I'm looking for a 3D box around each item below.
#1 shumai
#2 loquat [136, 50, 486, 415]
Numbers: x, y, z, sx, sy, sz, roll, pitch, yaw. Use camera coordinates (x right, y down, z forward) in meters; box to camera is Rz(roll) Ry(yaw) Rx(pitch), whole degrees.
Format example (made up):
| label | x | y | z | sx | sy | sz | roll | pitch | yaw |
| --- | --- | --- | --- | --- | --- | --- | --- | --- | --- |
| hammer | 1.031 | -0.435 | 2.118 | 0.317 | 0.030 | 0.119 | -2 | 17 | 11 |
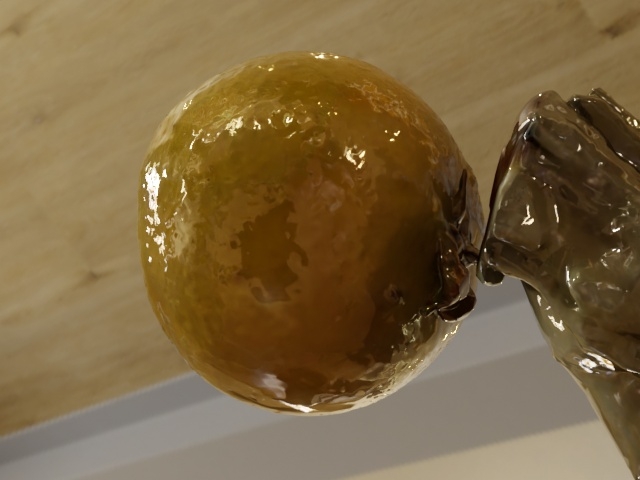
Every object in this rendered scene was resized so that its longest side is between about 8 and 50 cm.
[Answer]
| label | x | y | z | sx | sy | sz | roll | pitch | yaw |
| --- | --- | --- | --- | --- | --- | --- | --- | --- | --- |
| shumai | 0.219 | 0.047 | 0.803 | 0.283 | 0.346 | 0.217 | 19 | -50 | -4 |
| loquat | 0.000 | 0.000 | 0.951 | 0.275 | 0.275 | 0.274 | 16 | -49 | 20 |
